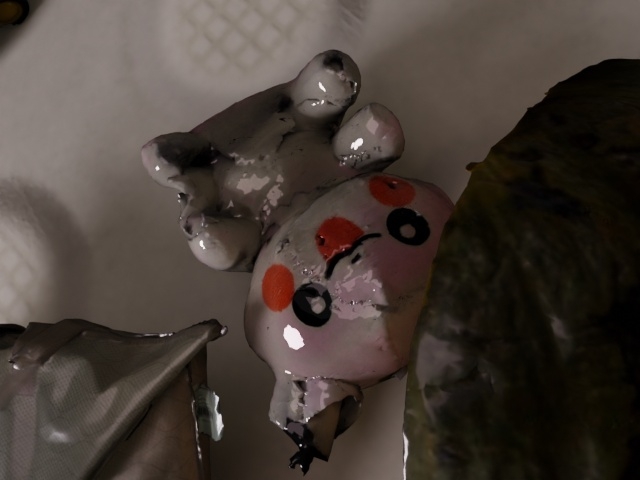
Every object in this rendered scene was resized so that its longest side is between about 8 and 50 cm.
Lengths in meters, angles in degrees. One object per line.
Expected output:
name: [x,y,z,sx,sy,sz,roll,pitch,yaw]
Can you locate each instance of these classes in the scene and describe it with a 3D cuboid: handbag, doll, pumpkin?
handbag: [-0.158,0.103,0.667,0.270,0.117,0.182,3,104,27]
doll: [0.000,0.000,0.641,0.149,0.095,0.192,-32,62,-8]
pumpkin: [0.134,0.042,0.527,0.148,0.169,0.312,4,76,27]

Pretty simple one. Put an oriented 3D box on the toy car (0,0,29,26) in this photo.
toy car: [-0.262,-0.158,0.798,0.139,0.112,0.112,-36,63,11]
